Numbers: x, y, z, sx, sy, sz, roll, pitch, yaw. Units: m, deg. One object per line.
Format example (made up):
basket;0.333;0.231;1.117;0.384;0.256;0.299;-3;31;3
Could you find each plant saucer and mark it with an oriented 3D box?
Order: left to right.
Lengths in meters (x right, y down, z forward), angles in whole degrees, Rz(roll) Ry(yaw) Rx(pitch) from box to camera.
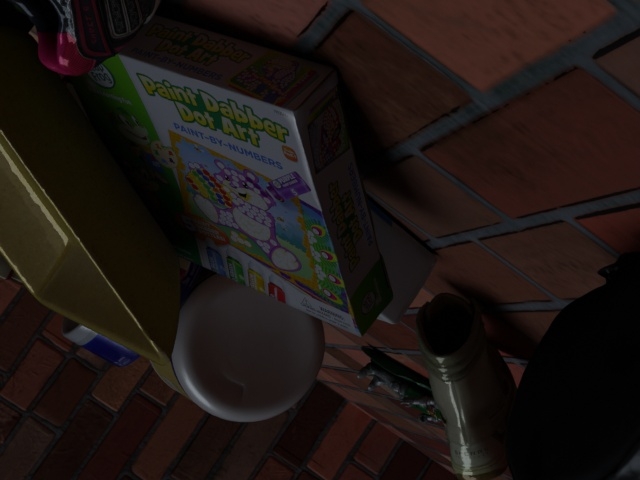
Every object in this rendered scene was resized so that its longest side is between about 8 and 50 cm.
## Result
plant saucer;-0.262;-0.065;1.026;0.333;0.081;0.332;13;140;56

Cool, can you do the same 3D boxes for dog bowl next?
dog bowl;-0.289;0.062;1.802;0.104;0.264;0.265;34;170;-18

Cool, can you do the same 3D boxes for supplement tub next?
supplement tub;-0.154;0.153;1.867;0.241;0.241;0.331;37;169;-17

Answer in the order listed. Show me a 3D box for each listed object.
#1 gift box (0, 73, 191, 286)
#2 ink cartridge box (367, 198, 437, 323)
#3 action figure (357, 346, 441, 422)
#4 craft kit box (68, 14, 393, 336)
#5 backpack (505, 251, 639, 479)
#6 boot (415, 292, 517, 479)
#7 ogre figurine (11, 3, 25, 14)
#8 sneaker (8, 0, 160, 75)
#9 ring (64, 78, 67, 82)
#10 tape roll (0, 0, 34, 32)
gift box;-0.279;-0.049;1.342;0.258;0.255;0.276;28;167;-21
ink cartridge box;0.000;0.000;1.112;0.140;0.082;0.191;39;170;-24
action figure;0.168;0.259;1.872;0.232;0.063;0.137;22;161;38
craft kit box;-0.074;-0.058;0.909;0.250;0.061;0.246;21;144;32
backpack;0.294;0.173;0.621;0.356;0.273;0.290;23;164;-4
boot;0.149;0.120;1.178;0.213;0.077;0.165;-74;-31;-61
ogre figurine;-0.244;-0.226;0.825;0.118;0.097;0.197;50;160;19
sneaker;-0.213;-0.221;0.670;0.299;0.112;0.121;40;168;-26
ring;-0.456;-0.276;1.419;0.337;0.032;0.336;33;169;7
tape roll;-0.391;-0.289;1.024;0.321;0.077;0.321;34;170;6
